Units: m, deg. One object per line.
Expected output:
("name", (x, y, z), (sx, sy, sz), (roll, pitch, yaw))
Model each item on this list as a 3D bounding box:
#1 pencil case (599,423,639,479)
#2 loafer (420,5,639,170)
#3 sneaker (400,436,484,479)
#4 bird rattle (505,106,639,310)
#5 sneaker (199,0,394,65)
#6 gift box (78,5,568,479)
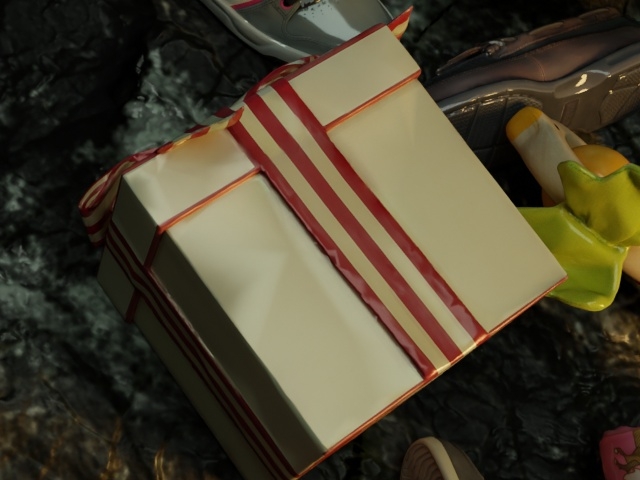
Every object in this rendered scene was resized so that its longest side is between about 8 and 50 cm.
("pencil case", (0.323, 0.311, 0.963), (0.167, 0.160, 0.386), (-7, 72, -9))
("loafer", (0.168, -0.134, 1.124), (0.303, 0.109, 0.095), (-17, 57, -25))
("sneaker", (0.148, 0.246, 0.996), (0.118, 0.083, 0.222), (-12, 71, -33))
("bird rattle", (0.245, -0.020, 1.053), (0.253, 0.143, 0.207), (16, 37, -42))
("sneaker", (-0.043, -0.263, 1.062), (0.295, 0.178, 0.124), (35, 67, -1))
("gift box", (0.000, 0.000, 0.935), (0.255, 0.276, 0.258), (-33, 80, -27))
